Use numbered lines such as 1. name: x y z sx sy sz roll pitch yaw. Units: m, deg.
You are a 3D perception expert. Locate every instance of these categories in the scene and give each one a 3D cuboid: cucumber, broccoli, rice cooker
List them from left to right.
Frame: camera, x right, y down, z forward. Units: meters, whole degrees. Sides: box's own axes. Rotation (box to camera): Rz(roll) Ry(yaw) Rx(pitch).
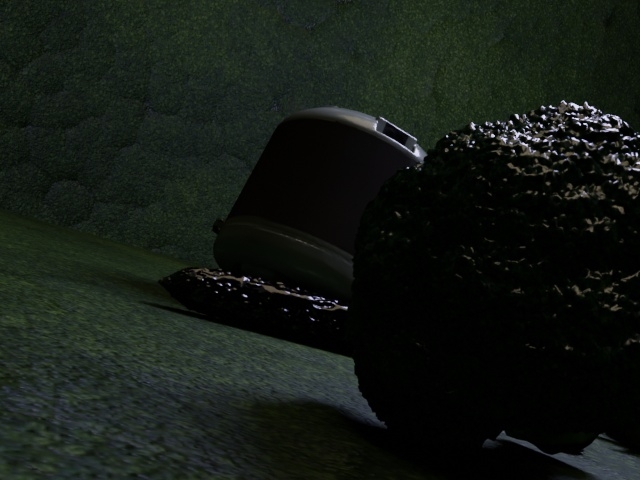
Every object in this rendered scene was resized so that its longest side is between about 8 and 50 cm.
1. cucumber: -0.067 0.085 0.911 0.300 0.072 0.072 18 -3 -18
2. rice cooker: 0.016 -0.007 1.115 0.335 0.325 0.335 22 -21 9
3. broccoli: 0.160 0.037 0.521 0.297 0.298 0.297 14 -28 40

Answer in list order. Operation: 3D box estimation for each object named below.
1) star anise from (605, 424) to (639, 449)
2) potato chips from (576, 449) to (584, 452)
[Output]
1. star anise: 0.407 0.224 0.810 0.204 0.061 0.180 15 -3 31
2. potato chips: 0.175 0.152 0.828 0.057 0.080 0.407 29 -7 -23
